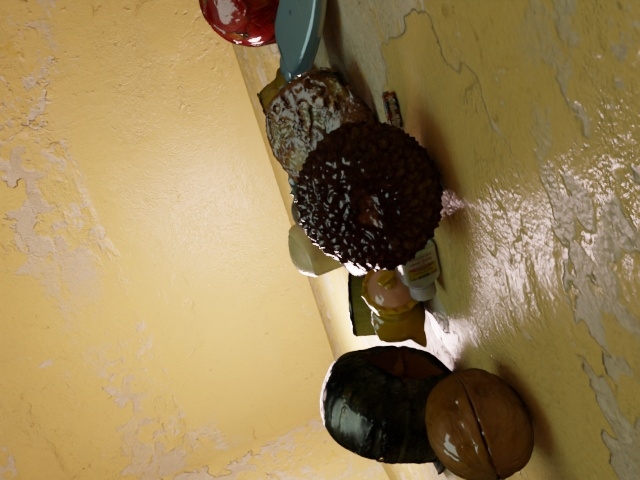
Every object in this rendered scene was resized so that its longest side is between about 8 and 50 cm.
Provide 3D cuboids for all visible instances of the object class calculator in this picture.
[{"bbox_3d":[-0.045,-0.454,1.452,0.303,0.042,0.188,116,141,-50],"label":"calculator"}]

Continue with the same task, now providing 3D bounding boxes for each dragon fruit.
[{"bbox_3d":[-0.163,-0.560,1.616,0.252,0.241,0.241,39,157,31],"label":"dragon fruit"}]

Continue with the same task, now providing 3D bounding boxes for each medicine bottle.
[{"bbox_3d":[0.187,0.055,1.335,0.055,0.074,0.118,-124,16,-58],"label":"medicine bottle"}]

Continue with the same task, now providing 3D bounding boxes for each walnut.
[{"bbox_3d":[0.258,0.304,1.147,0.207,0.167,0.167,-107,0,-61],"label":"walnut"}]

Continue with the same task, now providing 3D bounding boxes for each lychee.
[{"bbox_3d":[0.085,-0.076,1.169,0.271,0.271,0.272,159,90,-82],"label":"lychee"}]

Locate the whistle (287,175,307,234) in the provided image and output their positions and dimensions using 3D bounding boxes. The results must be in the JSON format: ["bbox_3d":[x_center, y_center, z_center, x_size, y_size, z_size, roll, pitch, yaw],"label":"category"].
[{"bbox_3d":[0.005,-0.104,1.711,0.189,0.189,0.348,67,-173,20],"label":"whistle"}]

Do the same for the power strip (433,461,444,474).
[{"bbox_3d":[0.271,0.550,2.004,0.251,0.092,0.257,91,154,-61],"label":"power strip"}]

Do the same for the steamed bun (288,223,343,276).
[{"bbox_3d":[0.000,0.000,2.039,0.250,0.200,0.155,-148,39,-73],"label":"steamed bun"}]

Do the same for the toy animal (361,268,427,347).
[{"bbox_3d":[0.164,0.127,1.511,0.156,0.156,0.230,62,180,42],"label":"toy animal"}]

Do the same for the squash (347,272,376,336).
[{"bbox_3d":[0.140,0.157,1.944,0.220,0.133,0.220,-11,-90,-85],"label":"squash"}]

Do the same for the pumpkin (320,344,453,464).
[{"bbox_3d":[0.159,0.342,1.477,0.320,0.320,0.192,-126,42,-64],"label":"pumpkin"}]

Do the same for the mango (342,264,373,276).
[{"bbox_3d":[0.103,0.025,1.712,0.133,0.111,0.267,60,170,-1],"label":"mango"}]

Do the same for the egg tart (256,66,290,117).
[{"bbox_3d":[-0.073,-0.317,1.870,0.345,0.132,0.345,-21,-90,-89],"label":"egg tart"}]

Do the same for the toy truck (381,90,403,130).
[{"bbox_3d":[0.126,-0.221,1.228,0.032,0.024,0.083,-134,25,-63],"label":"toy truck"}]

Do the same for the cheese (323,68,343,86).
[{"bbox_3d":[0.009,-0.275,1.594,0.214,0.117,0.226,64,168,-3],"label":"cheese"}]

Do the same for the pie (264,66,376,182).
[{"bbox_3d":[0.001,-0.219,1.457,0.308,0.085,0.308,24,129,33],"label":"pie"}]
